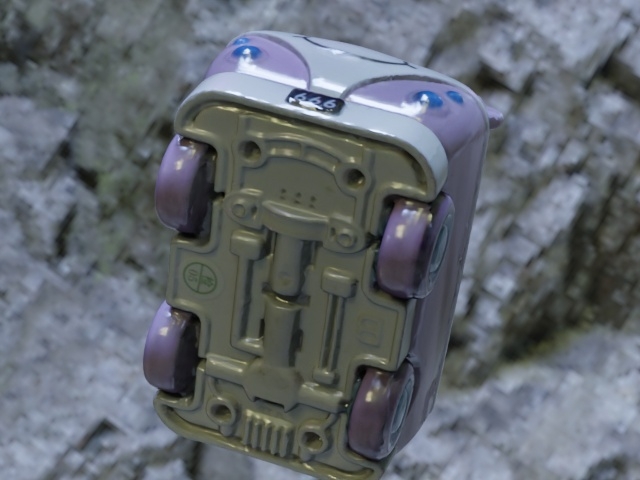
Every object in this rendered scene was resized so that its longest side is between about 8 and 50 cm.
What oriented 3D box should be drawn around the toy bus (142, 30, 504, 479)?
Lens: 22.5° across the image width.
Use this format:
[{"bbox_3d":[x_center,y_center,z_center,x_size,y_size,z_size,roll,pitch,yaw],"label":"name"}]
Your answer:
[{"bbox_3d":[0.000,0.000,0.787,0.142,0.142,0.202,-52,-25,-55],"label":"toy bus"}]
